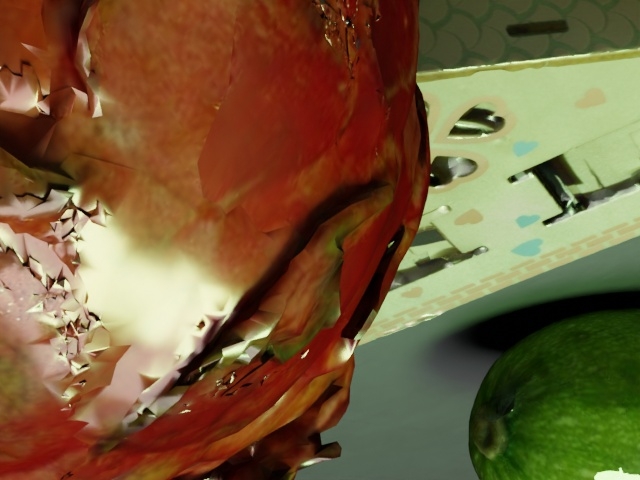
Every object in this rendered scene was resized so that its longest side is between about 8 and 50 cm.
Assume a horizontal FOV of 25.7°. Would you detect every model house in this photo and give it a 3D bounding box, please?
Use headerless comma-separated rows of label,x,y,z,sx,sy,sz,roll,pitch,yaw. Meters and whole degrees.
model house,0.036,-0.075,0.690,0.326,0.169,0.244,-23,151,19

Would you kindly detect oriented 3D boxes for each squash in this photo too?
squash,0.290,0.173,1.381,0.309,0.310,0.310,27,138,-35

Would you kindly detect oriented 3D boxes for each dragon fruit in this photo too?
dragon fruit,-0.104,-0.062,0.427,0.296,0.295,0.301,-10,131,-9
